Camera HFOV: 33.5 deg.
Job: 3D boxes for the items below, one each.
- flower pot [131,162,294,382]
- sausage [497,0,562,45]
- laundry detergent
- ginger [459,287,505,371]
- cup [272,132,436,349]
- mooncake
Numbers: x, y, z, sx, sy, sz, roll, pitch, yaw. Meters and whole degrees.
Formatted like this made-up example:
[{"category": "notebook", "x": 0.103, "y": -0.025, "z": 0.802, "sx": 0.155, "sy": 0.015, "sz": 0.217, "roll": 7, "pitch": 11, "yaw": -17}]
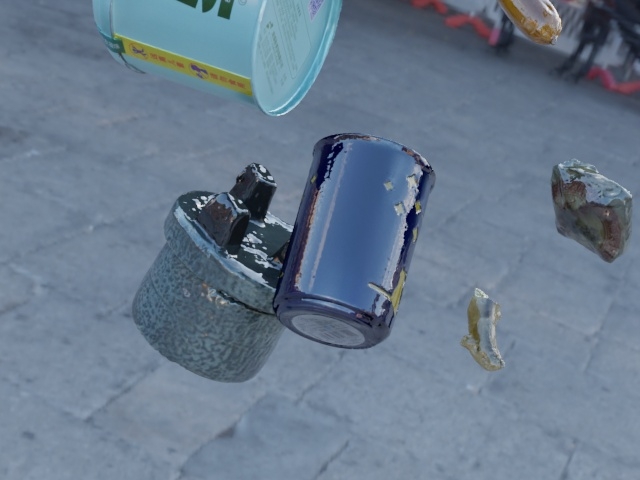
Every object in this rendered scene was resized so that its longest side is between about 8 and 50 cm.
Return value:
[{"category": "flower pot", "x": -0.128, "y": 0.045, "z": 1.710, "sx": 0.299, "sy": 0.282, "sz": 0.299, "roll": 27, "pitch": 21, "yaw": -11}, {"category": "sausage", "x": 0.264, "y": -0.321, "z": 1.411, "sx": 0.062, "sy": 0.054, "sz": 0.183, "roll": 39, "pitch": 17, "yaw": -55}, {"category": "laundry detergent", "x": -0.161, "y": -0.361, "z": 1.569, "sx": 0.305, "sy": 0.287, "sz": 0.287, "roll": 20, "pitch": 20, "yaw": 17}, {"category": "ginger", "x": 0.239, "y": 0.126, "z": 1.554, "sx": 0.057, "sy": 0.044, "sz": 0.137, "roll": 19, "pitch": 59, "yaw": -28}, {"category": "cup", "x": 0.071, "y": 0.024, "z": 1.476, "sx": 0.255, "sy": 0.256, "sz": 0.178, "roll": 33, "pitch": -28, "yaw": -35}, {"category": "mooncake", "x": 0.386, "y": -0.042, "z": 1.519, "sx": 0.073, "sy": 0.125, "sz": 0.130, "roll": -33, "pitch": 38, "yaw": -18}]
